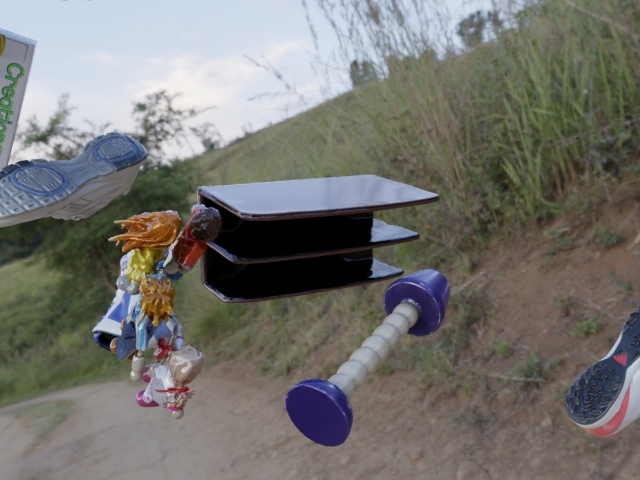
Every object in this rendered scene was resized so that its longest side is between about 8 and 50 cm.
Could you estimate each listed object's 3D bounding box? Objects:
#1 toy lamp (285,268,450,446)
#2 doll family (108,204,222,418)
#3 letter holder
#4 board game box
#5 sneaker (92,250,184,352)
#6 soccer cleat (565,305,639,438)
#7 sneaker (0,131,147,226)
[{"bbox_3d":[0.070,0.111,0.677,0.080,0.080,0.275,-18,14,40],"label":"toy lamp"},{"bbox_3d":[-0.188,0.060,0.686,0.118,0.263,0.163,16,-32,-25],"label":"doll family"},{"bbox_3d":[0.000,0.000,0.897,0.302,0.152,0.214,-7,16,-27],"label":"letter holder"},{"bbox_3d":[-0.657,-0.250,1.133,0.193,0.305,0.053,14,19,-24],"label":"board game box"},{"bbox_3d":[-0.462,0.165,1.475,0.182,0.127,0.315,-34,42,-8],"label":"sneaker"},{"bbox_3d":[0.568,0.213,1.075,0.318,0.116,0.108,-50,30,7],"label":"soccer cleat"},{"bbox_3d":[-0.427,-0.079,1.050,0.297,0.111,0.129,-28,-26,-40],"label":"sneaker"}]
